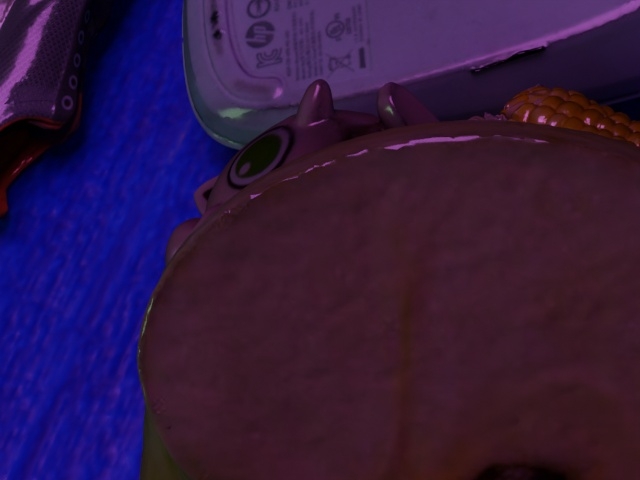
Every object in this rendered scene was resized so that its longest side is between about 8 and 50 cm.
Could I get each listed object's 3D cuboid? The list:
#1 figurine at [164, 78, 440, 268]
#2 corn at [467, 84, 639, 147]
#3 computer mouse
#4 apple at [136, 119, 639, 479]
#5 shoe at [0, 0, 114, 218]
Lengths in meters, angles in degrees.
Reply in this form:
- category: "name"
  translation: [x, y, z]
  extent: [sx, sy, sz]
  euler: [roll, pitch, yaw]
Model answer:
- category: "figurine"
  translation: [0.000, 0.000, 0.857]
  extent: [0.138, 0.125, 0.125]
  euler: [-25, 51, 29]
- category: "corn"
  translation: [0.164, 0.002, 0.833]
  extent: [0.238, 0.080, 0.080]
  euler: [26, 66, 16]
- category: "computer mouse"
  translation: [0.074, -0.120, 0.935]
  extent: [0.289, 0.097, 0.159]
  euler: [-13, 62, 16]
- category: "apple"
  translation: [0.059, 0.115, 0.697]
  extent: [0.258, 0.233, 0.295]
  euler: [0, 76, -11]
- category: "shoe"
  translation: [-0.145, -0.089, 0.983]
  extent: [0.077, 0.074, 0.194]
  euler: [33, 72, 16]
